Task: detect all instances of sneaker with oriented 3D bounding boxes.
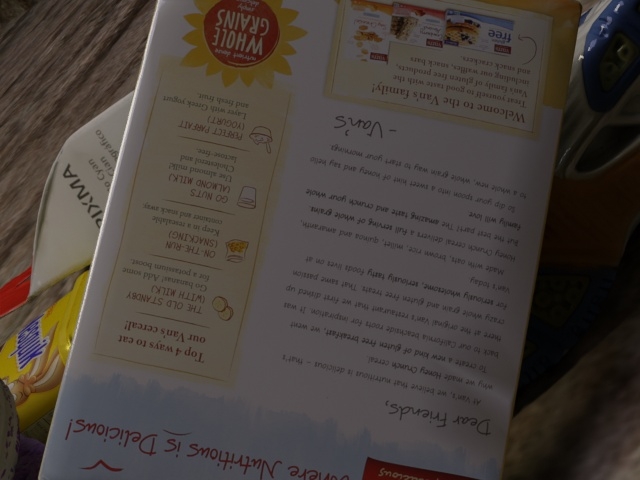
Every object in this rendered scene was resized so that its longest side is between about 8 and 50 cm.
[{"bbox_3d":[0.098,-0.017,0.680,0.296,0.112,0.131,-39,4,-2],"label":"sneaker"}]

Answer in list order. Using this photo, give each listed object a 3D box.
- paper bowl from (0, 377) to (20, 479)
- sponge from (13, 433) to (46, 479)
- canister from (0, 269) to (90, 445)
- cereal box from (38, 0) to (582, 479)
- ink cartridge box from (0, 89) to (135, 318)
[{"bbox_3d":[-0.310,0.123,0.726,0.284,0.148,0.284,-23,31,15],"label":"paper bowl"},{"bbox_3d":[-0.214,0.158,0.823,0.210,0.031,0.117,13,43,40],"label":"sponge"},{"bbox_3d":[-0.192,0.103,0.959,0.170,0.073,0.126,-37,21,16],"label":"canister"},{"bbox_3d":[0.000,0.000,0.564,0.047,0.173,0.240,123,160,-76],"label":"cereal box"},{"bbox_3d":[-0.126,-0.078,1.088,0.385,0.091,0.308,-27,11,32],"label":"ink cartridge box"}]
